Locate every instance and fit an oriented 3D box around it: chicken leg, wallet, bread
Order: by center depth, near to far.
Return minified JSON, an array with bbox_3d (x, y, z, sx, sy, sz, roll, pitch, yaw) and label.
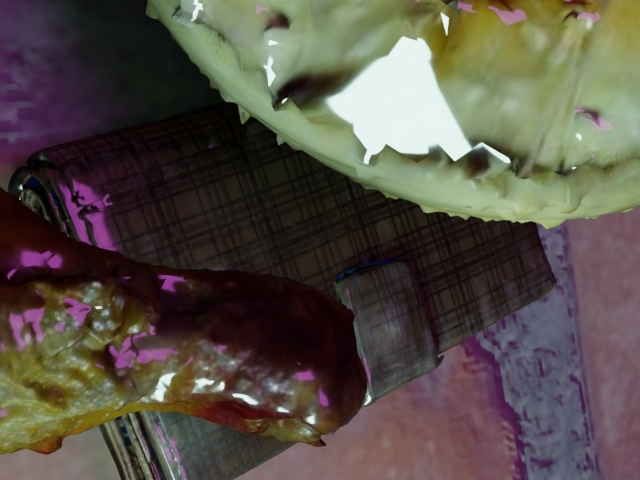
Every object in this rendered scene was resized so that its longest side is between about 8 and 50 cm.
[{"bbox_3d":[-0.122,-0.035,0.373,0.177,0.083,0.322,-36,111,-14],"label":"chicken leg"},{"bbox_3d":[0.061,-0.155,0.500,0.305,0.159,0.306,0,88,-3],"label":"bread"},{"bbox_3d":[0.000,0.000,0.548,0.230,0.042,0.124,-23,95,-48],"label":"wallet"}]
